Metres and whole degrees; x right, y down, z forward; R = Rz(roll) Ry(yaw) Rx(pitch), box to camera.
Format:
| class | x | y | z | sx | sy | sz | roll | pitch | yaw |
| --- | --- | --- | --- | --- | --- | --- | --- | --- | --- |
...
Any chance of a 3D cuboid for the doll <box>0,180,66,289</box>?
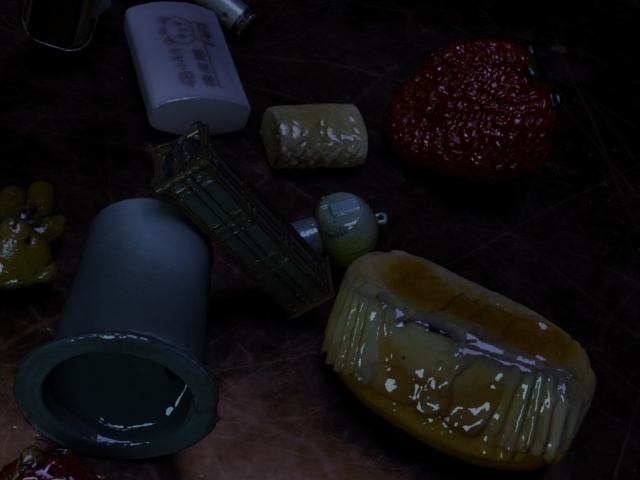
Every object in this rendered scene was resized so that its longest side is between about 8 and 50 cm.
| class | x | y | z | sx | sy | sz | roll | pitch | yaw |
| --- | --- | --- | --- | --- | --- | --- | --- | --- | --- |
| doll | -0.437 | -0.020 | 1.289 | 0.137 | 0.097 | 0.209 | -2 | 45 | -11 |

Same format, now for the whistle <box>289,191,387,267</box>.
| class | x | y | z | sx | sy | sz | roll | pitch | yaw |
| --- | --- | --- | --- | --- | --- | --- | --- | --- | --- |
| whistle | 0.000 | 0.000 | 1.412 | 0.223 | 0.123 | 0.123 | -18 | 55 | -5 |

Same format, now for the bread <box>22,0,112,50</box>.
| class | x | y | z | sx | sy | sz | roll | pitch | yaw |
| --- | --- | --- | --- | --- | --- | --- | --- | --- | --- |
| bread | -0.439 | -0.449 | 1.588 | 0.142 | 0.224 | 0.212 | 17 | 27 | -11 |

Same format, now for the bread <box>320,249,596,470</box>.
| class | x | y | z | sx | sy | sz | roll | pitch | yaw |
| --- | --- | --- | --- | --- | --- | --- | --- | --- | --- |
| bread | 0.184 | 0.172 | 1.270 | 0.389 | 0.183 | 0.236 | 28 | 32 | 17 |

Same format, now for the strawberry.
| class | x | y | z | sx | sy | sz | roll | pitch | yaw |
| --- | --- | --- | --- | --- | --- | --- | --- | --- | --- |
| strawberry | 0.270 | -0.225 | 1.593 | 0.258 | 0.261 | 0.261 | -5 | 51 | -29 |

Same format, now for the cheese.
| class | x | y | z | sx | sy | sz | roll | pitch | yaw |
| --- | --- | --- | --- | --- | --- | --- | --- | --- | --- |
| cheese | -0.011 | -0.181 | 1.557 | 0.167 | 0.094 | 0.123 | -4 | 49 | -20 |

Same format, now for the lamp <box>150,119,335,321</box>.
| class | x | y | z | sx | sy | sz | roll | pitch | yaw |
| --- | --- | --- | --- | --- | --- | --- | --- | --- | --- |
| lamp | -0.100 | -0.018 | 1.250 | 0.090 | 0.325 | 0.089 | -29 | 40 | 17 |

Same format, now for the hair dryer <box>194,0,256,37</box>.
| class | x | y | z | sx | sy | sz | roll | pitch | yaw |
| --- | --- | --- | --- | --- | --- | --- | --- | --- | --- |
| hair dryer | -0.257 | -0.516 | 1.764 | 0.362 | 0.128 | 0.203 | 39 | 38 | 3 |

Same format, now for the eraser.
| class | x | y | z | sx | sy | sz | roll | pitch | yaw |
| --- | --- | --- | --- | --- | --- | --- | --- | --- | --- |
| eraser | -0.241 | -0.308 | 1.602 | 0.174 | 0.094 | 0.270 | -3 | 52 | -23 |

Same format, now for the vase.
| class | x | y | z | sx | sy | sz | roll | pitch | yaw |
| --- | --- | --- | --- | --- | --- | --- | --- | --- | --- |
| vase | -0.246 | 0.100 | 1.166 | 0.245 | 0.245 | 0.291 | 8 | 40 | -10 |

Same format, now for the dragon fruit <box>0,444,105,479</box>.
| class | x | y | z | sx | sy | sz | roll | pitch | yaw |
| --- | --- | --- | --- | --- | --- | --- | --- | --- | --- |
| dragon fruit | -0.312 | 0.277 | 1.056 | 0.162 | 0.106 | 0.083 | 9 | 47 | -6 |
